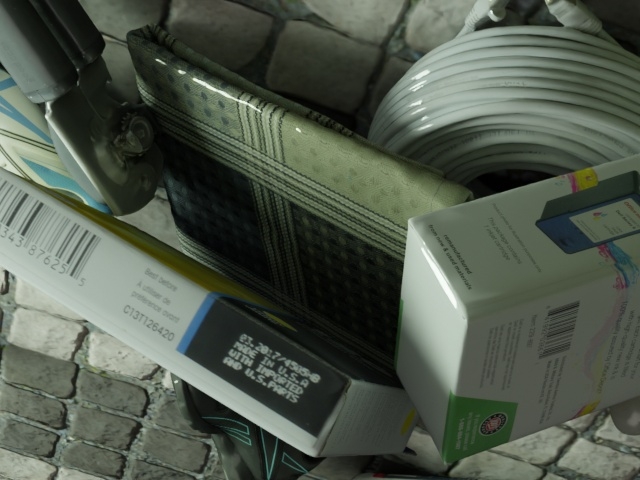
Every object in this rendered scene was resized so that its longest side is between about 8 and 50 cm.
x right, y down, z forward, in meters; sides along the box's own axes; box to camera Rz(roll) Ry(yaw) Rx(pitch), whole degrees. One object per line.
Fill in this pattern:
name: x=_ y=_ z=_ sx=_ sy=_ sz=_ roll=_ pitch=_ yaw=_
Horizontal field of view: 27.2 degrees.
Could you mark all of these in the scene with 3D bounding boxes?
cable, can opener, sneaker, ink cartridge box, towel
cable: x=0.158 y=-0.044 z=0.972 sx=0.257 sy=0.089 sz=0.257 roll=29 pitch=140 yaw=-19
can opener: x=-0.210 y=-0.132 z=0.957 sx=0.095 sy=0.076 sz=0.283 roll=-8 pitch=127 yaw=37
sneaker: x=-0.075 y=0.162 z=1.331 sx=0.106 sy=0.101 sz=0.267 roll=-20 pitch=135 yaw=6
ink cartridge box: x=0.163 y=0.040 z=0.859 sx=0.212 sy=0.093 sz=0.154 roll=-15 pitch=139 yaw=-14
ink cartridge box: x=-0.073 y=0.063 z=0.989 sx=0.303 sy=0.072 sz=0.307 roll=28 pitch=-179 yaw=18
sneaker: x=-0.257 y=-0.083 z=1.050 sx=0.237 sy=0.086 sz=0.085 roll=36 pitch=158 yaw=-27
towel: x=0.000 y=0.000 z=1.020 sx=0.324 sy=0.056 sz=0.312 roll=30 pitch=149 yaw=29

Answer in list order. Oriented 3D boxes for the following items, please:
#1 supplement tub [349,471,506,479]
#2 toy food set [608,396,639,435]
supplement tub: x=0.155 y=0.346 z=1.392 sx=0.272 sy=0.191 sz=0.191 roll=0 pitch=141 yaw=18
toy food set: x=0.285 y=0.150 z=1.107 sx=0.306 sy=0.092 sz=0.219 roll=37 pitch=164 yaw=-27
